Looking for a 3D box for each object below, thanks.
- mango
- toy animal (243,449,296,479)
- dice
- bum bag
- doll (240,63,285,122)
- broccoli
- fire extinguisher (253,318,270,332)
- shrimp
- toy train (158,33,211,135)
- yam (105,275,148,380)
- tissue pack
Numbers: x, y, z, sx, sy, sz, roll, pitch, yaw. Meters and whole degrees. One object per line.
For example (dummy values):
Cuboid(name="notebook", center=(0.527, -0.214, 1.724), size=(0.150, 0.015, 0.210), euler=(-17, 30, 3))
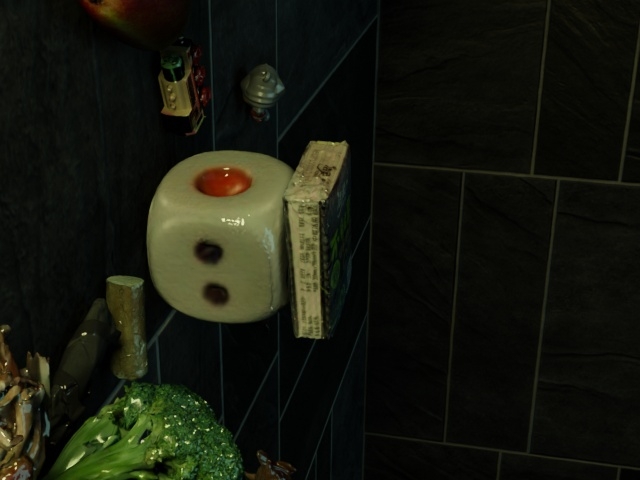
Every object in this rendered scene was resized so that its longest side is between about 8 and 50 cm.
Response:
Cuboid(name="mango", center=(-0.204, -0.287, 1.166), size=(0.267, 0.111, 0.133), euler=(-7, 91, -84))
Cuboid(name="toy animal", center=(-0.077, 0.484, 2.034), size=(0.089, 0.179, 0.188), euler=(-74, 166, -50))
Cuboid(name="dice", center=(-0.130, -0.007, 1.474), size=(0.193, 0.194, 0.191), euler=(-72, 165, -55))
Cuboid(name="bum bag", center=(-0.272, 0.148, 1.192), size=(0.197, 0.049, 0.087), euler=(-73, 169, -48))
Cuboid(name="doll", center=(-0.102, -0.258, 1.823), size=(0.180, 0.079, 0.094), euler=(109, -9, -77))
Cuboid(name="broccoli", center=(-0.200, 0.285, 1.130), size=(0.265, 0.245, 0.294), euler=(57, -33, 31))
Cuboid(name="fire extinguisher", center=(-0.126, 0.131, 1.971), size=(0.157, 0.045, 0.078), euler=(46, 28, -75))
Cuboid(name="shrimp", center=(-0.297, 0.147, 0.888), size=(0.145, 0.117, 0.342), euler=(-95, -175, -63))
Cuboid(name="toy train", center=(-0.192, -0.215, 1.425), size=(0.138, 0.050, 0.087), euler=(84, 19, -47))
Cuboid(name="yam", center=(-0.245, 0.108, 1.307), size=(0.054, 0.054, 0.132), euler=(-55, 148, -69))
Cuboid(name="tissue pack", center=(0.000, 0.000, 1.449), size=(0.173, 0.073, 0.235), euler=(-70, 161, -54))
